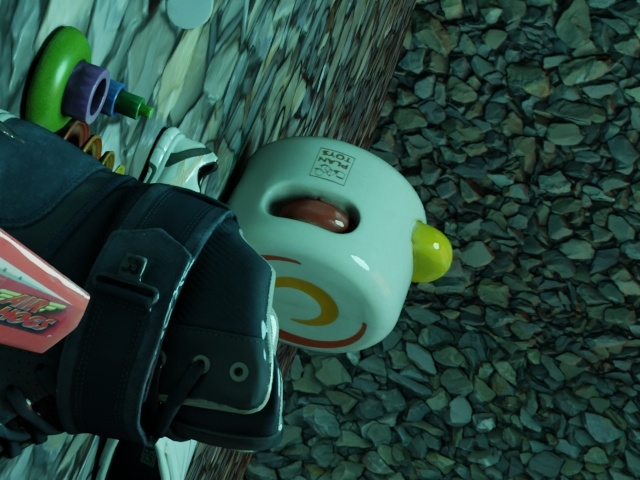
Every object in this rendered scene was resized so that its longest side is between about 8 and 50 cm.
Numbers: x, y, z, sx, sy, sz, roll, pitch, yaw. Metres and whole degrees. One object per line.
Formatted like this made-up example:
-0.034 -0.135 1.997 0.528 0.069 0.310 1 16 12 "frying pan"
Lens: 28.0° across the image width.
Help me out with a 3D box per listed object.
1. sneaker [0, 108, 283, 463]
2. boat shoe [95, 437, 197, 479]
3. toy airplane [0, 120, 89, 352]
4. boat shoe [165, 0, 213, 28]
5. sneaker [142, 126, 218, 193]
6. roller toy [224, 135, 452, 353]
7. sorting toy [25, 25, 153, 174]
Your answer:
-0.103 0.071 0.450 0.086 0.163 0.226 104 9 -71 "sneaker"
-0.163 0.236 1.097 0.084 0.095 0.258 -54 155 -59 "boat shoe"
-0.136 0.021 0.365 0.151 0.028 0.151 -25 128 -37 "toy airplane"
-0.067 -0.164 0.688 0.035 0.035 0.100 -105 -160 -45 "boat shoe"
-0.102 -0.021 0.838 0.040 0.043 0.109 102 11 -78 "sneaker"
0.000 0.000 1.219 0.209 0.191 0.146 -15 -138 42 "roller toy"
-0.107 -0.054 0.600 0.102 0.042 0.061 106 6 -49 "sorting toy"
